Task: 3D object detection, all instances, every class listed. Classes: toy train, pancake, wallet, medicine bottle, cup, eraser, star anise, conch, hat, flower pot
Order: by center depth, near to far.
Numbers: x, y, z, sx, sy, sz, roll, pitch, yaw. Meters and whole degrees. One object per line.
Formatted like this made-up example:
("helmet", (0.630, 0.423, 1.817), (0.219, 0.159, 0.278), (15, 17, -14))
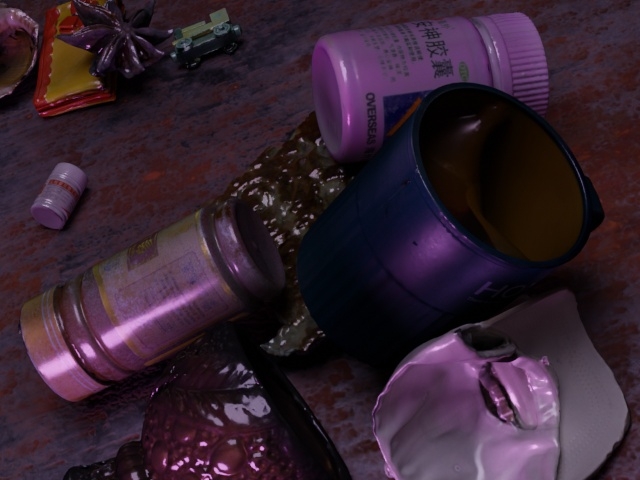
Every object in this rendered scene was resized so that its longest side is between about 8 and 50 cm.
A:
("hat", (0.210, 0.179, 1.709), (0.301, 0.258, 0.168), (-33, 14, -37))
("flower pot", (-0.135, 0.269, 1.710), (0.267, 0.266, 0.266), (-35, 46, 3))
("cup", (0.150, -0.018, 1.765), (0.242, 0.292, 0.308), (49, 45, 4))
("medicine bottle", (-0.215, 0.075, 1.924), (0.322, 0.151, 0.151), (-27, 45, 14))
("eraser", (0.005, 0.119, 1.938), (0.099, 0.019, 0.027), (-35, 47, -15))
("pancake", (0.005, -0.003, 2.016), (0.305, 0.067, 0.427), (-30, 46, -4))
("medicine bottle", (0.147, -0.210, 2.020), (0.291, 0.178, 0.178), (-9, 45, -12))
("medicine bottle", (-0.391, -0.067, 2.224), (0.057, 0.057, 0.089), (6, 52, 25))
("star anise", (-0.329, -0.324, 2.363), (0.181, 0.061, 0.204), (17, 47, -15))
("toy train", (-0.186, -0.325, 2.382), (0.122, 0.050, 0.081), (-22, 42, 2))
("wallet", (-0.400, -0.311, 2.438), (0.141, 0.067, 0.241), (-13, 48, 12))
("conch", (-0.536, -0.314, 2.448), (0.155, 0.130, 0.207), (-12, 62, 30))
